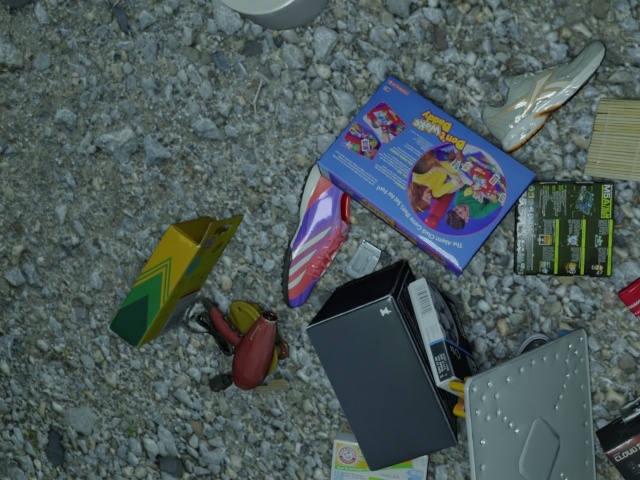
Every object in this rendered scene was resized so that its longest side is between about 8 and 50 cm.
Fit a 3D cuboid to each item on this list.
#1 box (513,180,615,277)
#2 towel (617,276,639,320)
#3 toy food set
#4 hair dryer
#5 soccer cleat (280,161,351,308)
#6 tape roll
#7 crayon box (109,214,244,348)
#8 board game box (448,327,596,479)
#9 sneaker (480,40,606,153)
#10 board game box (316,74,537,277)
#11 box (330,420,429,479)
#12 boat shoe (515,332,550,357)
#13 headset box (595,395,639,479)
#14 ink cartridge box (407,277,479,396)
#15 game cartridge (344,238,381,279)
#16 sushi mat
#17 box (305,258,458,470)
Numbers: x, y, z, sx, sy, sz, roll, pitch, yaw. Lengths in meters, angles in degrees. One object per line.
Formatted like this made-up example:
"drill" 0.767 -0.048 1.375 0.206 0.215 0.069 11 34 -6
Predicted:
"box" 0.480 -0.024 1.296 0.184 0.045 0.191 0 96 11
"towel" 0.742 0.143 1.263 0.199 0.031 0.275 -42 87 15
"toy food set" -0.130 0.228 1.464 0.128 0.071 0.218 -26 88 40
"hair dryer" -0.192 0.216 1.408 0.293 0.080 0.224 -22 90 39
"soccer cleat" 0.000 0.000 1.378 0.116 0.108 0.318 16 97 15
"tape roll" -0.097 -0.556 1.297 0.246 0.169 0.246 2 97 14
"crayon box" -0.303 0.063 1.409 0.081 0.202 0.318 36 102 7
"board game box" 0.390 0.393 1.223 0.050 0.390 0.390 1 99 49
"sneaker" 0.420 -0.295 1.251 0.262 0.099 0.121 -45 82 13
"board game box" 0.200 -0.128 1.271 0.347 0.078 0.233 38 83 13
"box" 0.130 0.475 1.409 0.203 0.103 0.114 6 99 12
"boat shoe" 0.419 0.303 1.334 0.080 0.076 0.229 22 102 9
"headset box" 0.702 0.426 1.266 0.218 0.110 0.293 -39 87 14
"ink cartridge box" 0.252 0.198 1.252 0.045 0.208 0.206 -27 55 21
"game cartridge" 0.094 0.045 1.409 0.056 0.017 0.083 34 103 11
"sushi mat" 0.636 -0.173 1.170 0.316 0.019 0.151 14 101 43
"box" 0.132 0.227 1.272 0.182 0.294 0.296 -23 94 15
